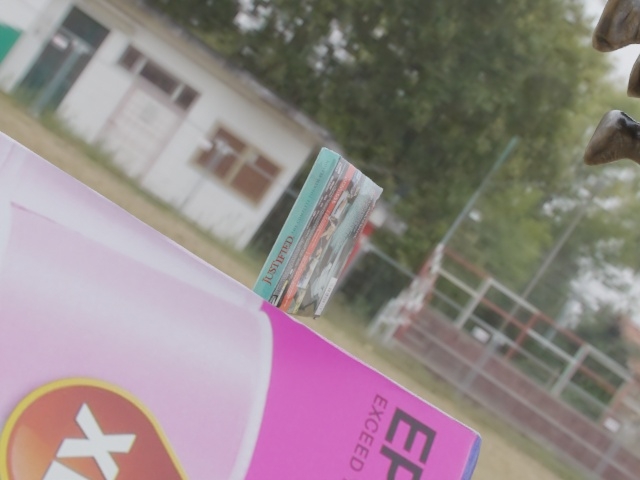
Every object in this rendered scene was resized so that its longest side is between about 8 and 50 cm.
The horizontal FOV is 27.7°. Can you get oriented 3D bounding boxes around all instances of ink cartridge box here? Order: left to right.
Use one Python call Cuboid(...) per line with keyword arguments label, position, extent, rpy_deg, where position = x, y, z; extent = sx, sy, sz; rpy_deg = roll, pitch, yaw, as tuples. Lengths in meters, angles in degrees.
Cuboid(label="ink cartridge box", position=(-0.079, 0.080, 0.331), extent=(0.371, 0.175, 0.069), rpy_deg=(34, -31, -16))

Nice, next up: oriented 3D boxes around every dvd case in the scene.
Cuboid(label="dvd case", position=(0.000, 0.000, 0.697), extent=(0.013, 0.087, 0.119), rpy_deg=(26, 1, 15))

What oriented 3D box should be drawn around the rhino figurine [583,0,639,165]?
Cuboid(label="rhino figurine", position=(0.161, -0.034, 0.496), extent=(0.106, 0.073, 0.243), rpy_deg=(27, -9, 17))
